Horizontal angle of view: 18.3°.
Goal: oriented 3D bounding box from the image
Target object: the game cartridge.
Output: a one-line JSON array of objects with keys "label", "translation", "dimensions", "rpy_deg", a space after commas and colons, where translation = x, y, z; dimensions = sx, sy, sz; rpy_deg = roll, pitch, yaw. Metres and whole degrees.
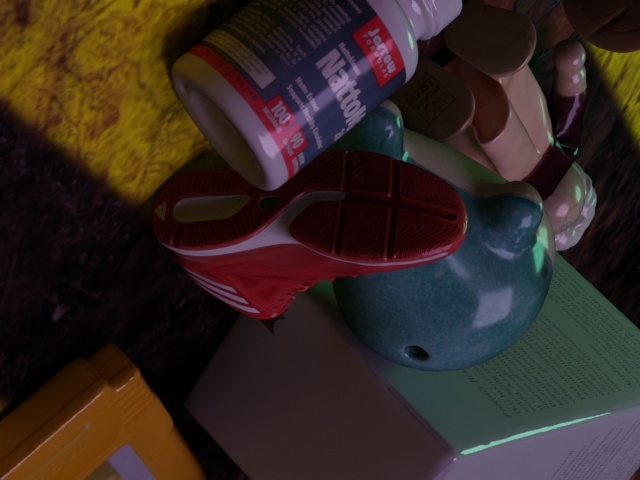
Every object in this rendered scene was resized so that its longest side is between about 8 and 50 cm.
[{"label": "game cartridge", "translation": [-0.225, 0.238, 1.577], "dimensions": [0.285, 0.052, 0.324], "rpy_deg": [-41, 157, -10]}]

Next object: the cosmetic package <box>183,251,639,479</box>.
[{"label": "cosmetic package", "translation": [0.121, 0.137, 1.753], "dimensions": [0.453, 0.230, 0.161], "rpy_deg": [-4, 133, -55]}]

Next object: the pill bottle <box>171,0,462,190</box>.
[{"label": "pill bottle", "translation": [0.001, -0.127, 1.309], "dimensions": [0.180, 0.108, 0.108], "rpy_deg": [-40, 155, -13]}]

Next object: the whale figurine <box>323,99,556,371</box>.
[{"label": "whale figurine", "translation": [0.063, 0.001, 1.487], "dimensions": [0.272, 0.216, 0.141], "rpy_deg": [48, 48, -46]}]

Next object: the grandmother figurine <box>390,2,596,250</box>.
[{"label": "grandmother figurine", "translation": [0.157, -0.070, 1.653], "dimensions": [0.208, 0.104, 0.342], "rpy_deg": [-39, 153, 6]}]

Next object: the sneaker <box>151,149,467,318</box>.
[{"label": "sneaker", "translation": [0.000, 0.000, 1.420], "dimensions": [0.128, 0.221, 0.087], "rpy_deg": [68, 29, -63]}]

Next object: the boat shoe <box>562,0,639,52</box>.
[{"label": "boat shoe", "translation": [0.290, -0.304, 1.496], "dimensions": [0.341, 0.121, 0.110], "rpy_deg": [-60, 170, 21]}]
